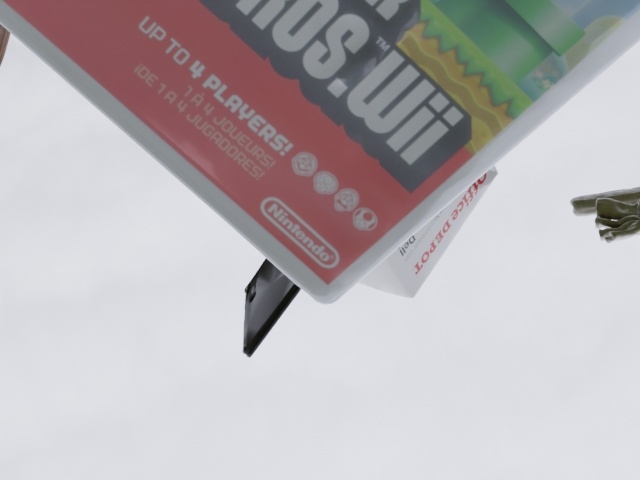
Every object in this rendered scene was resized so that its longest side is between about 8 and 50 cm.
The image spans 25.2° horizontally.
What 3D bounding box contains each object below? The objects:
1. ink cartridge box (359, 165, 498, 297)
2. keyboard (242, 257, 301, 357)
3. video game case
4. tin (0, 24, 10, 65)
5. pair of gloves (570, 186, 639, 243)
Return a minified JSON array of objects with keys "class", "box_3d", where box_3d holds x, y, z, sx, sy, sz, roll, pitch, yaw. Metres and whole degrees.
[{"class":"ink cartridge box","box_3d":[0.050,-0.079,1.247,0.093,0.219,0.160,18,-117,40]},{"class":"keyboard","box_3d":[0.000,0.000,1.026,0.192,0.038,0.100,-53,-155,39]},{"class":"video game case","box_3d":[0.023,-0.127,0.457,0.285,0.204,0.025,-42,-167,28]},{"class":"tin","box_3d":[-0.202,-0.159,0.752,0.106,0.189,0.040,39,-146,26]},{"class":"pair of gloves","box_3d":[0.331,-0.032,1.260,0.204,0.042,0.240,-9,-177,3]}]
